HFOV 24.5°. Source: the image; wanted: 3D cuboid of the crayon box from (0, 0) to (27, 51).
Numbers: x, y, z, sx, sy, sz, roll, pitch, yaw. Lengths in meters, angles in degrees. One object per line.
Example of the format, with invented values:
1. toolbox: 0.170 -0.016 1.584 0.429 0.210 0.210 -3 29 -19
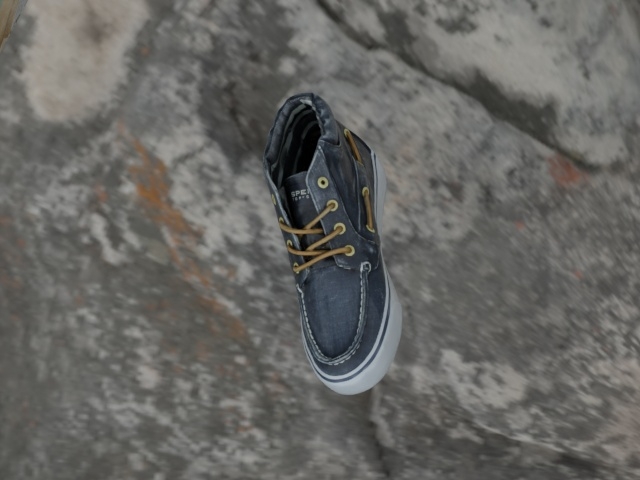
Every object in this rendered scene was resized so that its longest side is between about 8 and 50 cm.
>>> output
1. crayon box: -0.206 -0.181 0.835 0.083 0.203 0.323 19 43 -8

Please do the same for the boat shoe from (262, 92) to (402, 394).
1. boat shoe: 0.000 0.000 0.891 0.065 0.083 0.183 -20 51 23
